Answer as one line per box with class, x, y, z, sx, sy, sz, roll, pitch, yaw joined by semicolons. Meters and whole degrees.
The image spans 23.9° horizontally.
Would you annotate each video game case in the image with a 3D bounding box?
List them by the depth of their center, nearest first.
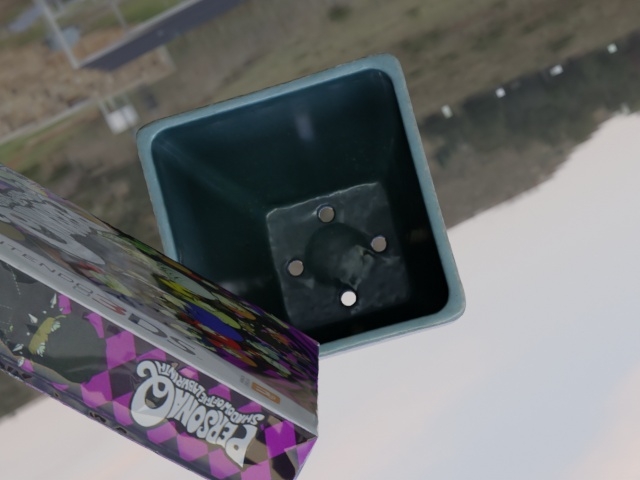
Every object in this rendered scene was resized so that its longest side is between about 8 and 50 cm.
video game case;-0.098;0.028;0.678;0.042;0.210;0.232;-60;-178;4

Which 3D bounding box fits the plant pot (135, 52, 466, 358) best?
plant pot;0.000;0.000;1.441;0.248;0.247;0.252;-16;169;7
